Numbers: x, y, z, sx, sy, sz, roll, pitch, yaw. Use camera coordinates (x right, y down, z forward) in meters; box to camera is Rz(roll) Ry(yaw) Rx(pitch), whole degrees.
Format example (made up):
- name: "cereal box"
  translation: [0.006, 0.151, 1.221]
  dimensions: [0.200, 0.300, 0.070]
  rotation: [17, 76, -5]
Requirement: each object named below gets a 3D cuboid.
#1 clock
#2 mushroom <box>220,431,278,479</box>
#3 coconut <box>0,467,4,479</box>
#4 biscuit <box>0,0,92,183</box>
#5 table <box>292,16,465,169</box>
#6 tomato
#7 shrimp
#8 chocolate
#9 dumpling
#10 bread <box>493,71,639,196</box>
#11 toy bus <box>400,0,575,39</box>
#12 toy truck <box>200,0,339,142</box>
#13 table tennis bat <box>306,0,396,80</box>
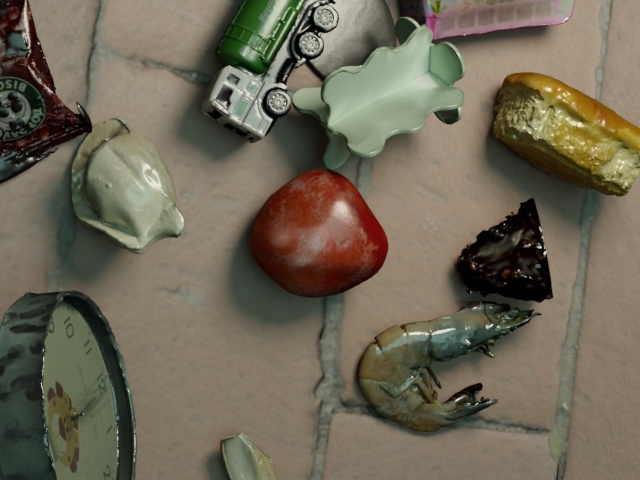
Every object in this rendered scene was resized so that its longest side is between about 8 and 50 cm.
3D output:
- name: "clock"
  translation: [-0.295, 0.211, 1.286]
  dimensions: [0.061, 0.312, 0.312]
  rotation: [-10, 95, 8]
- name: "mushroom"
  translation: [-0.086, 0.362, 1.499]
  dimensions: [0.084, 0.071, 0.209]
  rotation: [-17, 95, 9]
- name: "coconut"
  translation: [-0.508, 0.268, 1.175]
  dimensions: [0.345, 0.415, 0.415]
  rotation: [19, 84, -12]
- name: "biscuit"
  translation: [-0.396, -0.203, 1.362]
  dimensions: [0.151, 0.063, 0.235]
  rotation: [-23, 105, -2]
- name: "table"
  translation: [0.078, -0.194, 1.485]
  dimensions: [0.198, 0.166, 0.166]
  rotation: [-32, 102, -25]
- name: "tomato"
  translation: [0.000, 0.000, 1.482]
  dimensions: [0.187, 0.151, 0.187]
  rotation: [-3, 97, -23]
- name: "shrimp"
  translation: [0.199, 0.191, 1.609]
  dimensions: [0.289, 0.075, 0.178]
  rotation: [-16, 105, -22]
- name: "chocolate"
  translation: [0.268, 0.025, 1.616]
  dimensions: [0.133, 0.156, 0.156]
  rotation: [-10, 95, 6]
- name: "dumpling"
  translation: [-0.255, -0.065, 1.399]
  dimensions: [0.136, 0.118, 0.199]
  rotation: [-34, 66, -10]
- name: "bread"
  translation: [0.371, -0.160, 1.614]
  dimensions: [0.245, 0.174, 0.121]
  rotation: [30, 85, -12]
- name: "toy bus"
  translation: [0.252, -0.366, 1.606]
  dimensions: [0.274, 0.090, 0.112]
  rotation: [-11, 106, -21]
- name: "toy truck"
  translation: [-0.071, -0.259, 1.465]
  dimensions: [0.125, 0.101, 0.242]
  rotation: [29, 83, -15]
- name: "table tennis bat"
  translation: [0.007, -0.346, 1.547]
  dimensions: [0.154, 0.021, 0.274]
  rotation: [-38, 106, -16]
